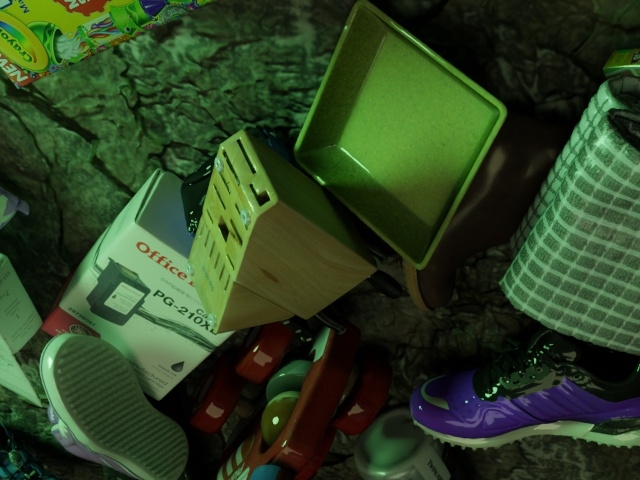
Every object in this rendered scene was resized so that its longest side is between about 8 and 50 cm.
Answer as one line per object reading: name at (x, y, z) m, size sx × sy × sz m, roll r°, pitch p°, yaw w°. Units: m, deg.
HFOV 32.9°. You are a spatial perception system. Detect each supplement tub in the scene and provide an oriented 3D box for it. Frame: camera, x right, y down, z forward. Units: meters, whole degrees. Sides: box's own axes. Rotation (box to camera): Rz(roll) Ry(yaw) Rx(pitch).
supplement tub at (0.131, 0.310, 1.370) m, size 0.117 × 0.117 × 0.190 m, roll -16°, pitch 124°, yaw 27°

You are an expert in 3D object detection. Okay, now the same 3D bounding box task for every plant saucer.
plant saucer at (0.078, -0.102, 1.018) m, size 0.188 × 0.045 × 0.188 m, roll 42°, pitch 128°, yaw 24°

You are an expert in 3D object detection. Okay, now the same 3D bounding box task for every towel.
towel at (0.329, 0.007, 0.951) m, size 0.283 × 0.121 × 0.235 m, roll 20°, pitch 136°, yaw 0°

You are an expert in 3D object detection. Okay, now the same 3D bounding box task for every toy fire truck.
toy fire truck at (-0.053, 0.234, 1.260) m, size 0.169 × 0.254 × 0.302 m, roll 30°, pitch 131°, yaw -12°

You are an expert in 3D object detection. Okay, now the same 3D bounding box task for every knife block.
knife block at (0.000, 0.000, 1.075) m, size 0.242 × 0.088 × 0.276 m, roll -12°, pitch 147°, yaw -26°

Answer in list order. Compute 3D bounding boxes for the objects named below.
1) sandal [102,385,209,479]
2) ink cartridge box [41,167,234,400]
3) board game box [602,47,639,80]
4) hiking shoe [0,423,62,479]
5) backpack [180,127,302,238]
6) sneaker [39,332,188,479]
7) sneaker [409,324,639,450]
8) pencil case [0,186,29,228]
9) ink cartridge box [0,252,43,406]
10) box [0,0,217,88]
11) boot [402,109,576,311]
sandal at (-0.219, 0.299, 1.480) m, size 0.167 × 0.107 × 0.446 m, roll 3°, pitch 118°, yaw 14°
ink cartridge box at (-0.184, 0.056, 1.244) m, size 0.172 × 0.100 × 0.237 m, roll 35°, pitch 130°, yaw -15°
board game box at (0.363, -0.069, 1.006) m, size 0.124 × 0.039 × 0.259 m, roll 5°, pitch 140°, yaw 46°
hiking shoe at (-0.441, 0.329, 1.506) m, size 0.304 × 0.113 × 0.132 m, roll 19°, pitch 128°, yaw 21°
backpack at (-0.073, -0.052, 1.122) m, size 0.120 × 0.098 × 0.101 m, roll -41°, pitch 134°, yaw 20°
sneaker at (-0.286, 0.199, 1.281) m, size 0.161 × 0.102 × 0.282 m, roll 9°, pitch 144°, yaw 29°
sneaker at (0.243, 0.150, 1.222) m, size 0.293 × 0.102 × 0.146 m, roll -3°, pitch 125°, yaw 11°
pencil case at (-0.422, -0.088, 1.199) m, size 0.088 × 0.086 × 0.206 m, roll -33°, pitch 121°, yaw 4°
ink cartridge box at (-0.447, 0.064, 1.289) m, size 0.275 × 0.060 × 0.239 m, roll 22°, pitch 148°, yaw 24°
box at (-0.198, -0.323, 0.868) m, size 0.279 × 0.177 × 0.290 m, roll -17°, pitch 124°, yaw 28°
boot at (0.191, -0.017, 1.085) m, size 0.206 × 0.090 × 0.248 m, roll 8°, pitch 127°, yaw 13°
